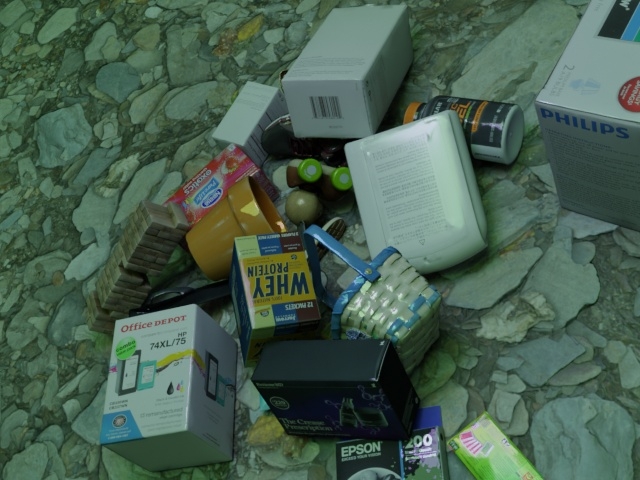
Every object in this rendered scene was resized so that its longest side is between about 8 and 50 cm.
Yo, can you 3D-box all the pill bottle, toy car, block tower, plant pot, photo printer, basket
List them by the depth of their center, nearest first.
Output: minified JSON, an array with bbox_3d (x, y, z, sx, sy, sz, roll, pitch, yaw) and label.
[{"bbox_3d":[0.086,0.112,1.641,0.201,0.255,0.289,-41,59,-18],"label":"basket"},{"bbox_3d":[0.200,-0.085,1.745,0.255,0.107,0.308,-17,80,20],"label":"photo printer"},{"bbox_3d":[0.305,-0.244,1.835,0.245,0.130,0.131,12,67,31],"label":"pill bottle"},{"bbox_3d":[-0.185,-0.009,1.870,0.187,0.205,0.205,-30,53,7],"label":"plant pot"},{"bbox_3d":[-0.018,-0.078,1.879,0.148,0.155,0.189,13,90,-14],"label":"toy car"},{"bbox_3d":[-0.421,0.060,1.909,0.335,0.097,0.091,-55,40,20],"label":"block tower"}]

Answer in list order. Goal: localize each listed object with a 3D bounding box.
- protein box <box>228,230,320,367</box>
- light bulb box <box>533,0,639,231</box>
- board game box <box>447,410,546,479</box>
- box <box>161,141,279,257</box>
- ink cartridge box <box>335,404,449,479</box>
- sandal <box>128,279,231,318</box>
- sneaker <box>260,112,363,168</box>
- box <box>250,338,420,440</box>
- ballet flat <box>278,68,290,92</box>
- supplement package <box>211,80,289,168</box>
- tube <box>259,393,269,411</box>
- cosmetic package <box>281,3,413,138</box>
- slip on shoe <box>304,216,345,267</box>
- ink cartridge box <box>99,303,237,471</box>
[{"bbox_3d":[-0.099,0.121,1.706,0.135,0.200,0.201,-7,61,-14],"label":"protein box"},{"bbox_3d":[0.592,-0.262,1.570,0.225,0.361,0.358,20,70,32],"label":"light bulb box"},{"bbox_3d":[0.317,0.400,1.488,0.092,0.043,0.181,-40,52,-2],"label":"board game box"},{"bbox_3d":[-0.243,-0.087,1.992,0.257,0.123,0.128,-42,54,-4],"label":"box"},{"bbox_3d":[0.130,0.410,1.568,0.206,0.045,0.208,-13,54,17],"label":"ink cartridge box"},{"bbox_3d":[-0.308,0.121,1.855,0.254,0.055,0.097,-19,11,-34],"label":"sandal"},{"bbox_3d":[-0.015,-0.224,1.965,0.281,0.106,0.163,-14,43,17],"label":"sneaker"},{"bbox_3d":[0.030,0.279,1.581,0.261,0.184,0.103,-5,39,28],"label":"box"},{"bbox_3d":[-0.051,-0.359,2.106,0.073,0.067,0.206,-39,53,-2],"label":"ballet flat"},{"bbox_3d":[-0.165,-0.285,2.090,0.105,0.105,0.179,20,70,32],"label":"supplement package"},{"bbox_3d":[-0.104,0.251,1.771,0.080,0.052,0.207,-18,58,8],"label":"tube"},{"bbox_3d":[0.073,-0.394,1.938,0.196,0.155,0.366,4,39,23],"label":"cosmetic package"},{"bbox_3d":[0.000,0.000,1.879,0.135,0.051,0.041,-54,43,-5],"label":"slip on shoe"},{"bbox_3d":[-0.302,0.304,1.733,0.198,0.197,0.270,-13,55,17],"label":"ink cartridge box"}]
